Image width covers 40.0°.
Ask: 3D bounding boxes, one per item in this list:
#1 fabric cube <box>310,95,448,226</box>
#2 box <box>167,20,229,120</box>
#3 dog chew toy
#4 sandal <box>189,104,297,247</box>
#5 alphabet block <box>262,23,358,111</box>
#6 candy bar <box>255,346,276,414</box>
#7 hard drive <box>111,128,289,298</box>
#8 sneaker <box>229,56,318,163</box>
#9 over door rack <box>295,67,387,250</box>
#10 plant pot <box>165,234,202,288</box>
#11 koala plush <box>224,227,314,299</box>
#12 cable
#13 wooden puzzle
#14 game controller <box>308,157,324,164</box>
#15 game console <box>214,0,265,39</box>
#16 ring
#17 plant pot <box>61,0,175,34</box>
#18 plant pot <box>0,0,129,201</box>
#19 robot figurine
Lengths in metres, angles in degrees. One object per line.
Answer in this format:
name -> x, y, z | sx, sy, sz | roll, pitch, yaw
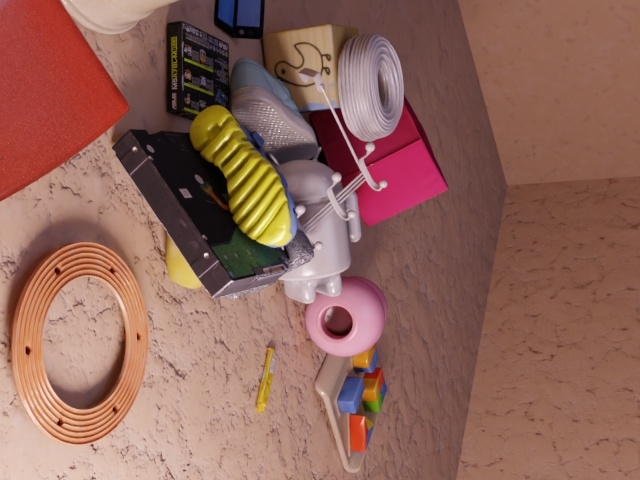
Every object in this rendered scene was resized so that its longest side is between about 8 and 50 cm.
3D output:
fabric cube -> 0.158, -0.241, 2.365 | 0.258, 0.254, 0.259 | 47, 21, -54
box -> -0.250, -0.339, 1.816 | 0.190, 0.045, 0.184 | 4, 86, -66
dog chew toy -> 0.085, 0.185, 2.326 | 0.332, 0.206, 0.207 | -23, 108, -73
sandal -> -0.124, -0.121, 1.681 | 0.138, 0.126, 0.317 | 20, 38, -59
alphabet block -> -0.013, -0.419, 2.168 | 0.193, 0.192, 0.197 | -24, 108, -66
candy bar -> -0.126, 0.325, 2.048 | 0.040, 0.018, 0.162 | 57, 38, -54
hard drive -> -0.217, -0.056, 1.634 | 0.339, 0.064, 0.237 | 54, 22, 10
sneaker -> -0.100, -0.303, 2.038 | 0.366, 0.135, 0.150 | 49, 32, -64
over door rack -> -0.011, -0.171, 1.884 | 0.239, 0.108, 0.324 | -43, 113, -21
plant pot -> -0.246, 0.036, 1.707 | 0.134, 0.134, 0.095 | -15, 132, -65
koala plush -> -0.168, -0.006, 1.849 | 0.196, 0.203, 0.221 | -31, 96, -48
cable -> 0.124, -0.369, 2.130 | 0.257, 0.089, 0.257 | 48, 46, -55
wooden puzzle -> 0.108, 0.426, 2.476 | 0.322, 0.080, 0.348 | -63, 142, -47
game controller -> -0.008, -0.118, 2.322 | 0.319, 0.067, 0.167 | 34, 71, -60
game console -> -0.179, -0.521, 1.962 | 0.071, 0.107, 0.122 | 110, -17, -79
ring -> -0.396, 0.170, 1.460 | 0.336, 0.032, 0.337 | -2, 90, -66
plant pot -> -0.265, -0.538, 1.489 | 0.334, 0.305, 0.334 | -2, 90, -65
plant pot -> -0.460, -0.188, 1.116 | 0.236, 0.267, 0.267 | -61, 142, -29
robot figurine -> -0.037, -0.036, 2.061 | 0.299, 0.199, 0.354 | -13, 102, -31
